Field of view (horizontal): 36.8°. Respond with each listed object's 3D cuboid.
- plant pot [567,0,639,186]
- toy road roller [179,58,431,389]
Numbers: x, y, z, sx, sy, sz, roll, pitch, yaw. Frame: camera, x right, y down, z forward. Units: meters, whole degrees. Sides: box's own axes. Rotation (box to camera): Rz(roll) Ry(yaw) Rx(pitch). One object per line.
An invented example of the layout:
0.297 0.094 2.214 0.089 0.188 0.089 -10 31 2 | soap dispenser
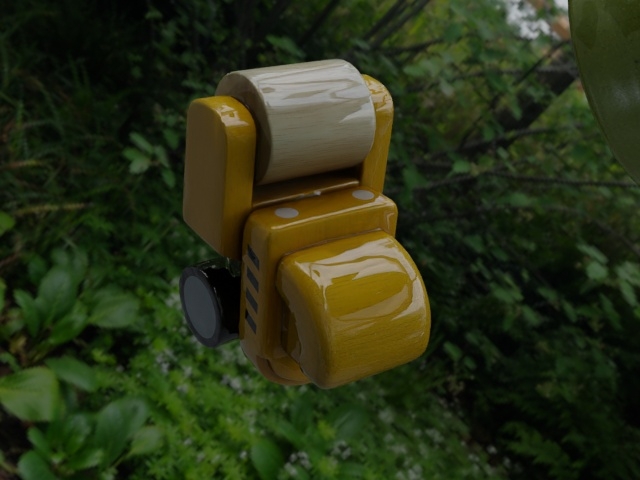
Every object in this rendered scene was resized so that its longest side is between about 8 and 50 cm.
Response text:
0.385 -0.180 0.687 0.366 0.353 0.366 16 69 -47 | plant pot
0.000 0.000 0.983 0.203 0.329 0.241 -15 33 -33 | toy road roller
